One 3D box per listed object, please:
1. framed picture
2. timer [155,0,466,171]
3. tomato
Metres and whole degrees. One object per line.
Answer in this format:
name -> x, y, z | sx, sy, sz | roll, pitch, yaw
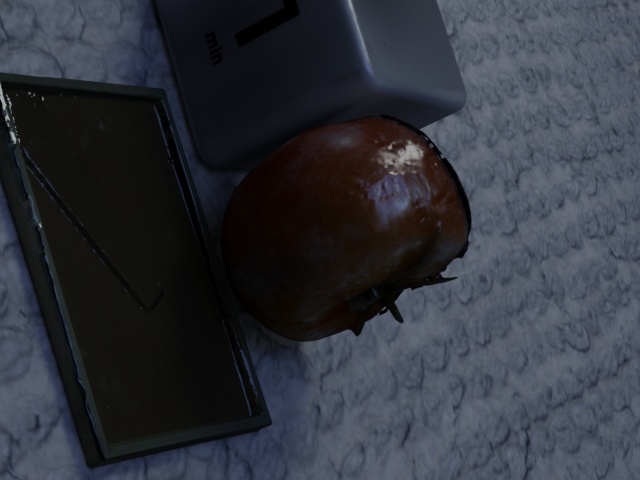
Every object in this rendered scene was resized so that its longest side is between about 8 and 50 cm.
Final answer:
framed picture -> -0.153, 0.016, 1.306 | 0.232, 0.024, 0.315 | -1, 71, -59
timer -> -0.009, -0.182, 1.508 | 0.192, 0.195, 0.194 | 5, 64, -57
tomato -> 0.000, 0.000, 1.388 | 0.155, 0.214, 0.180 | -22, 73, -48
